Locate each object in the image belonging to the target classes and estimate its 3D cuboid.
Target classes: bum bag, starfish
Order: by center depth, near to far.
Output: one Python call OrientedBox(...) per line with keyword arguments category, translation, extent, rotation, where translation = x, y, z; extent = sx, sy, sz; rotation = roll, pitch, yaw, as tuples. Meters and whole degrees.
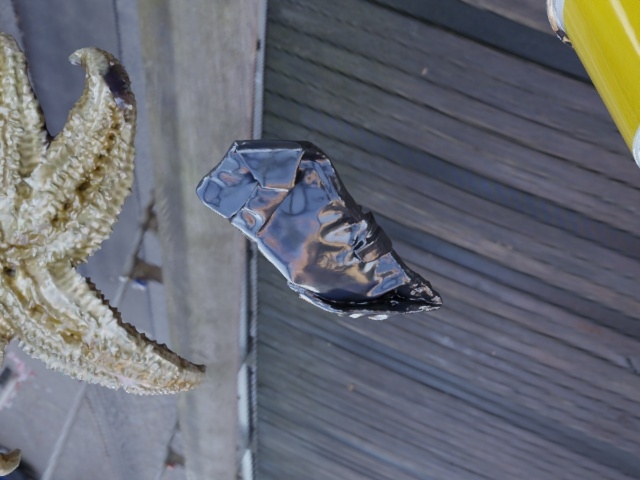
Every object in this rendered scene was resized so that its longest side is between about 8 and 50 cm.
OrientedBox(category="starfish", translation=(-0.155, 0.011, 0.474), extent=(0.216, 0.238, 0.071), rotation=(18, -176, -4))
OrientedBox(category="bum bag", translation=(0.000, 0.000, 0.873), extent=(0.137, 0.074, 0.310), rotation=(-14, 139, 29))

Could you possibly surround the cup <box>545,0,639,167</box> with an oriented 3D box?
OrientedBox(category="cup", translation=(0.317, -0.178, 0.803), extent=(0.196, 0.280, 0.196), rotation=(-3, 142, -2))
